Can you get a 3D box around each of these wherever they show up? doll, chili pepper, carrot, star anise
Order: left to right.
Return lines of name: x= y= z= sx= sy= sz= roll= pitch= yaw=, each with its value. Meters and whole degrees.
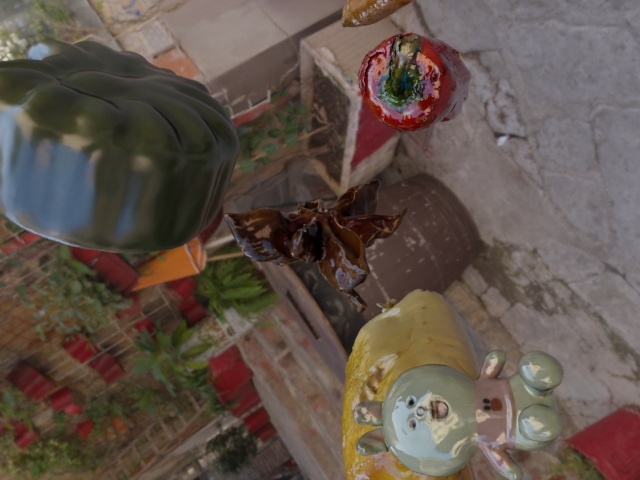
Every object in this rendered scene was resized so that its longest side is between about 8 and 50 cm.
star anise: x=-0.005 y=-0.004 z=0.650 sx=0.212 sy=0.196 sz=0.111 roll=-77 pitch=-6 yaw=-58
carrot: x=0.081 y=-0.314 z=0.709 sx=0.072 sy=0.072 sz=0.205 roll=60 pitch=153 yaw=-11
chili pepper: x=0.124 y=-0.192 z=0.695 sx=0.110 sy=0.110 sz=0.387 roll=58 pitch=-155 yaw=-1
doll: x=0.176 y=0.221 z=0.708 sx=0.113 sy=0.274 sz=0.155 roll=30 pitch=-132 yaw=-46

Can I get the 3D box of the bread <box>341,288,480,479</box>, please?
bread: x=0.155 y=0.324 z=1.029 sx=0.394 sy=0.250 sz=0.361 roll=-70 pitch=-23 yaw=-68

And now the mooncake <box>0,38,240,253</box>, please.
mooncake: x=-0.278 y=-0.138 z=0.769 sx=0.351 sy=0.351 sz=0.187 roll=47 pitch=121 yaw=42
